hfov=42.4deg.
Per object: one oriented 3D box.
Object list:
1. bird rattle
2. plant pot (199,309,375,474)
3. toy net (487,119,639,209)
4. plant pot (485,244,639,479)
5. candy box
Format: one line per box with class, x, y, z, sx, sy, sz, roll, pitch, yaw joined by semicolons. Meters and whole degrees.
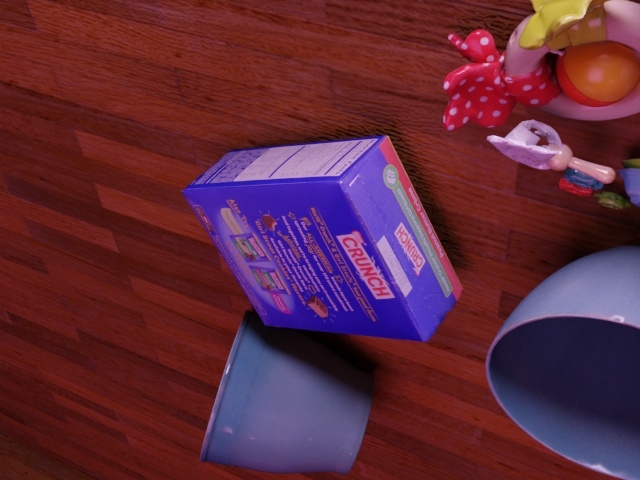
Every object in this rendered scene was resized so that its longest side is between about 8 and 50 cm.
bird rattle;0.238;-0.170;0.803;0.207;0.143;0.253;19;147;-6
plant pot;-0.048;0.286;1.447;0.255;0.271;0.271;16;143;-2
toy net;0.271;-0.084;0.875;0.232;0.045;0.122;19;179;-21
plant pot;0.366;0.119;0.964;0.290;0.195;0.290;22;143;18
candy box;0.000;0.000;1.150;0.317;0.122;0.268;2;130;45
